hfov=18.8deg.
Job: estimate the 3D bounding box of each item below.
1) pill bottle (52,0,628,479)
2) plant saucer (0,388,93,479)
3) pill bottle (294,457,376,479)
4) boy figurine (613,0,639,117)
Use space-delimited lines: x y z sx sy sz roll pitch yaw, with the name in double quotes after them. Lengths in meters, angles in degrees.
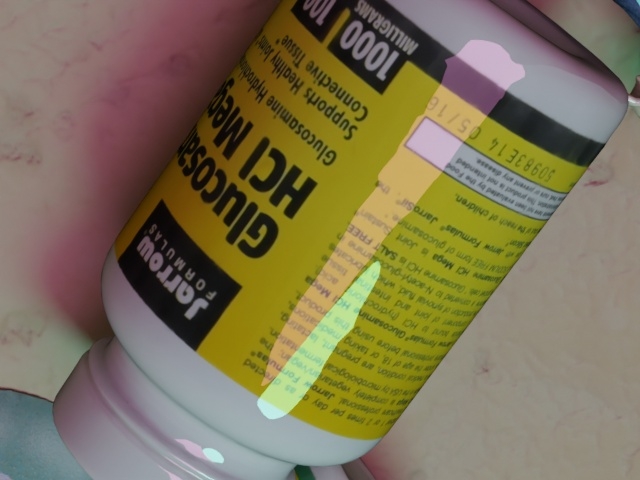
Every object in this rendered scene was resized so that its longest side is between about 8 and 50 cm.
0.000 0.000 1.062 0.188 0.188 0.334 31 104 -19 "pill bottle"
-0.211 0.185 1.186 0.195 0.037 0.195 -3 113 -8 "plant saucer"
-0.050 0.217 1.181 0.208 0.117 0.117 -35 113 5 "pill bottle"
0.252 -0.117 1.107 0.177 0.092 0.285 -47 114 -5 "boy figurine"
